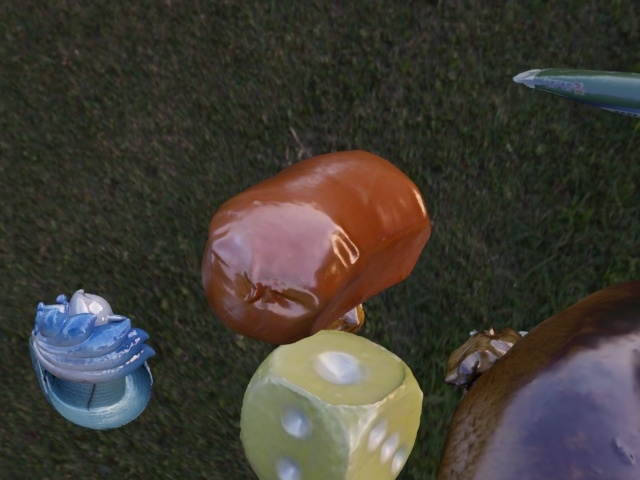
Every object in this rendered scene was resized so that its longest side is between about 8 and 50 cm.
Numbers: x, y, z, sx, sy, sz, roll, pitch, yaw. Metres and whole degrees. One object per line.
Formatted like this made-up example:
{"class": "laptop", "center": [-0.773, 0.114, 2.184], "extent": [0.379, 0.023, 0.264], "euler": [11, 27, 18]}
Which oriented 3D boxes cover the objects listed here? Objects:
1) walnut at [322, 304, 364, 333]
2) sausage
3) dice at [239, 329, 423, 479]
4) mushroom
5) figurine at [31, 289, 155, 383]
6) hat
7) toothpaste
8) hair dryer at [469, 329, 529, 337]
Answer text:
{"class": "walnut", "center": [-0.003, 0.103, 1.501], "extent": [0.116, 0.116, 0.207], "euler": [-55, 32, -13]}
{"class": "sausage", "center": [-0.002, -0.001, 0.786], "extent": [0.133, 0.133, 0.258], "euler": [39, 35, 16]}
{"class": "dice", "center": [0.014, 0.224, 1.208], "extent": [0.169, 0.169, 0.166], "euler": [25, 31, 31]}
{"class": "mushroom", "center": [0.201, 0.141, 0.594], "extent": [0.297, 0.163, 0.278], "euler": [-32, 71, -37]}
{"class": "figurine", "center": [-0.191, 0.083, 0.831], "extent": [0.114, 0.114, 0.079], "euler": [0, 67, 4]}
{"class": "hat", "center": [-0.289, 0.147, 1.213], "extent": [0.138, 0.078, 0.191], "euler": [-8, 38, -37]}
{"class": "toothpaste", "center": [0.428, -0.165, 1.167], "extent": [0.392, 0.099, 0.061], "euler": [15, 112, 27]}
{"class": "hair dryer", "center": [0.267, 0.162, 1.065], "extent": [0.237, 0.206, 0.075], "euler": [23, 33, 30]}
